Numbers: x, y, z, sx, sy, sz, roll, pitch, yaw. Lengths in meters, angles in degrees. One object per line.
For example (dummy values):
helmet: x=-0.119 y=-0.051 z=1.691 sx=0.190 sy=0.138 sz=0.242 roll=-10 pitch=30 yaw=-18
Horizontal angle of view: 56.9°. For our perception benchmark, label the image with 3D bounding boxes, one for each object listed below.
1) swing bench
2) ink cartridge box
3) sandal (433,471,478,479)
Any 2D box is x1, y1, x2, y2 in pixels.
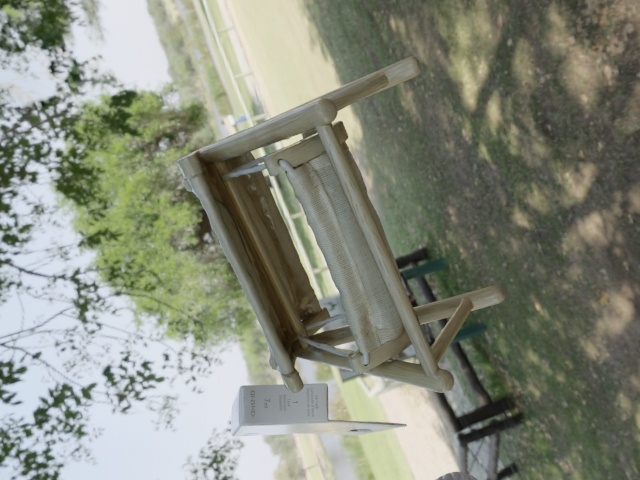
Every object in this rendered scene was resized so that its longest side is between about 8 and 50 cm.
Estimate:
swing bench: x=0.000 y=0.000 z=0.574 sx=0.255 sy=0.165 sz=0.253 roll=-14 pitch=107 yaw=40
ink cartridge box: x=-0.019 y=0.302 z=1.032 sx=0.296 sy=0.261 sz=0.066 roll=118 pitch=153 yaw=-66
sandal: x=0.084 y=0.348 z=0.622 sx=0.102 sy=0.265 sz=0.076 roll=45 pitch=141 yaw=34
